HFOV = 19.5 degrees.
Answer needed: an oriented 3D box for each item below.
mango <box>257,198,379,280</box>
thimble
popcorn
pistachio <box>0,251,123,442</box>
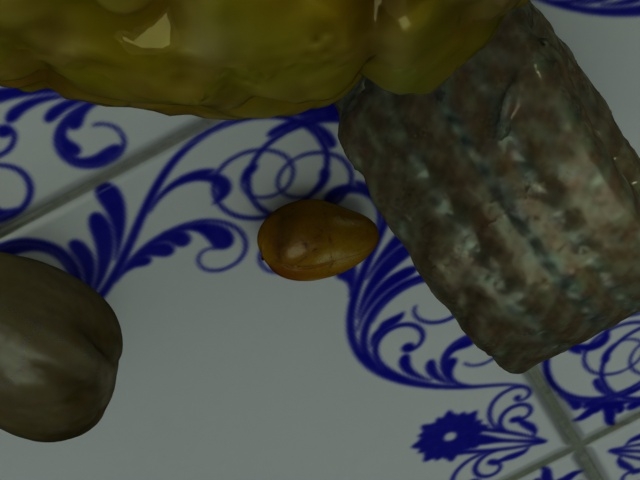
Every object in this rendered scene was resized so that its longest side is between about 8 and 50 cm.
[{"bbox_3d":[0.000,0.000,1.257,0.089,0.046,0.060,-3,132,-24],"label":"mango"},{"bbox_3d":[0.119,-0.035,1.160,0.148,0.196,0.229,-33,136,14],"label":"thimble"},{"bbox_3d":[-0.051,-0.223,0.797,0.390,0.354,0.344,-43,158,-47],"label":"popcorn"},{"bbox_3d":[-0.203,0.062,1.205,0.185,0.126,0.108,36,70,-38],"label":"pistachio"}]
